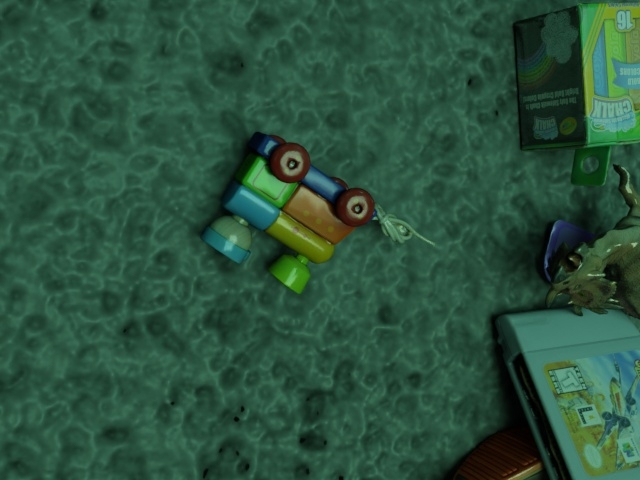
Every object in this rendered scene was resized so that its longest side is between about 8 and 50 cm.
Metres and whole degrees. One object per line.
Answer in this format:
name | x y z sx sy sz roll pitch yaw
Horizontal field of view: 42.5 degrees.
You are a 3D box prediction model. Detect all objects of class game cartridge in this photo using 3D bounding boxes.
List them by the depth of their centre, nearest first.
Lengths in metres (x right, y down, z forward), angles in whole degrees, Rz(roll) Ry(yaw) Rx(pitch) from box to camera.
game cartridge | 0.349 0.214 1.004 0.198 0.062 0.297 -7 61 -18

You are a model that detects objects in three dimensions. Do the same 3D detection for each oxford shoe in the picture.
oxford shoe | 0.291 0.287 1.048 0.271 0.097 0.098 -19 106 -20

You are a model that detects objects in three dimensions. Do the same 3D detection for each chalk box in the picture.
chalk box | 0.335 -0.175 1.013 0.132 0.132 0.213 -8 98 -21

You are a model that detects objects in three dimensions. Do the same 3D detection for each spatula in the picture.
spatula | 0.427 0.052 1.109 0.297 0.030 0.084 17 87 -13

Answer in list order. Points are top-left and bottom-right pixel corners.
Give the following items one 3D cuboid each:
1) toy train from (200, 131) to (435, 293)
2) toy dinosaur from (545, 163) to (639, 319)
toy train | 0.000 0.000 0.912 0.248 0.105 0.143 33 92 -21
toy dinosaur | 0.394 0.046 1.020 0.296 0.127 0.200 36 93 -23
